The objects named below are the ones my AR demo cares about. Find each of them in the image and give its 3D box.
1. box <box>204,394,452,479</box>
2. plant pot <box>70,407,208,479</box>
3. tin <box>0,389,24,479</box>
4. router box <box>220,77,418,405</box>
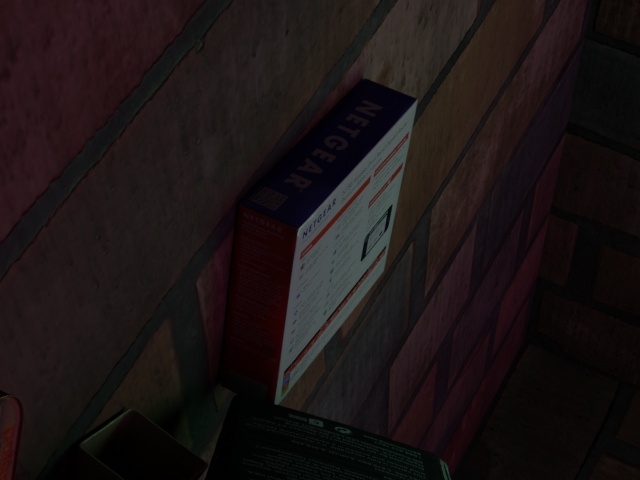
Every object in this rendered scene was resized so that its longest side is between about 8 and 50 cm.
[{"bbox_3d":[-0.043,0.491,1.500,0.472,0.298,0.479,-102,-150,-78],"label":"box"},{"bbox_3d":[-0.205,0.263,1.453,0.096,0.109,0.109,-61,167,25],"label":"plant pot"},{"bbox_3d":[-0.306,0.209,1.183,0.106,0.040,0.189,-33,143,-55],"label":"tin"},{"bbox_3d":[0.000,0.000,1.752,0.335,0.082,0.301,-48,155,-46],"label":"router box"}]
